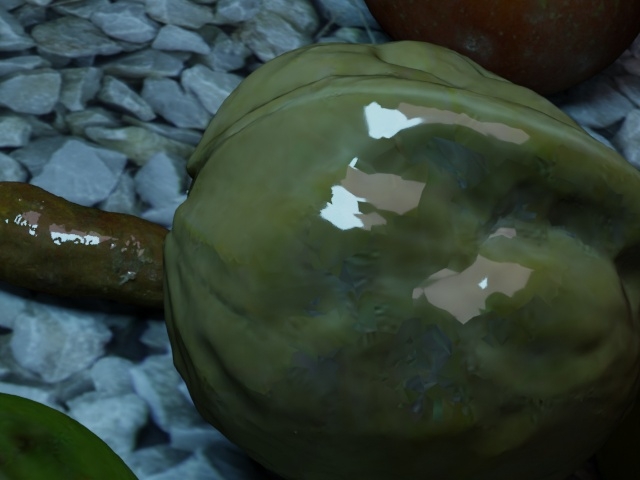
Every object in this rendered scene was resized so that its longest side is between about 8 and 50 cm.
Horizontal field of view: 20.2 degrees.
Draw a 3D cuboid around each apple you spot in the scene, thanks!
[{"bbox_3d":[0.204,-0.329,1.973,0.348,0.277,0.348,8,41,-7],"label":"apple"}]

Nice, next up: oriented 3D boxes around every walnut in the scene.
[{"bbox_3d":[0.067,0.030,1.336,0.383,0.384,0.384,8,42,-8],"label":"walnut"}]

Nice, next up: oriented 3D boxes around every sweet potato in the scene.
[{"bbox_3d":[-0.193,0.017,1.616,0.291,0.097,0.097,17,41,-4],"label":"sweet potato"}]

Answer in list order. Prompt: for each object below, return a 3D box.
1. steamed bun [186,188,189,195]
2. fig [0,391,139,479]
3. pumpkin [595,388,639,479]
[{"bbox_3d":[0.000,0.000,1.599,0.273,0.166,0.232,43,71,-18],"label":"steamed bun"},{"bbox_3d":[-0.273,0.238,1.213,0.316,0.316,0.316,8,42,-8],"label":"fig"},{"bbox_3d":[0.339,0.109,1.520,0.199,0.332,0.332,0,42,3],"label":"pumpkin"}]
